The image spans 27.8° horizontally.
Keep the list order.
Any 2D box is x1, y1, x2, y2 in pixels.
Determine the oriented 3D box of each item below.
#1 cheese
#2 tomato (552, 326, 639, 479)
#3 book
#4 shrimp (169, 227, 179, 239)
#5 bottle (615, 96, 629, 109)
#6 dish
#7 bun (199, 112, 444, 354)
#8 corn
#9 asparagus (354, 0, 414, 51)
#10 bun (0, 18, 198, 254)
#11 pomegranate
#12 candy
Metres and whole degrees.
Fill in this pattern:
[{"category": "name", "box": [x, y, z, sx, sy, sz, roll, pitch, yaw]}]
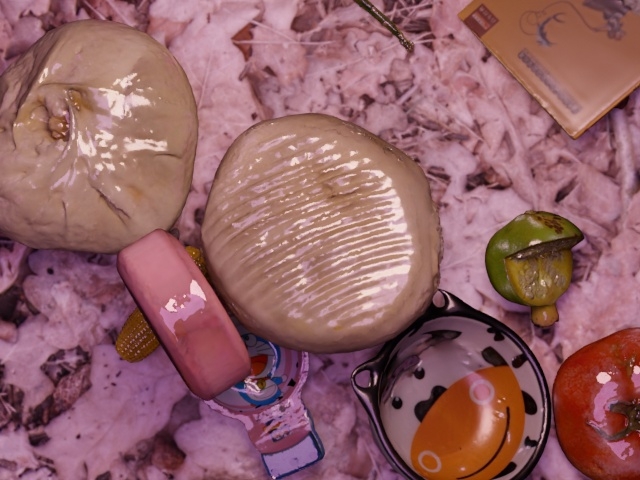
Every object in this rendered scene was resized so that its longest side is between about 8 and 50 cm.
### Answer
[{"category": "cheese", "box": [-0.090, 0.210, 1.918, 0.189, 0.074, 0.286, -24, 87, 6]}, {"category": "tomato", "box": [0.448, 0.243, 1.860, 0.237, 0.095, 0.237, 0, 89, 4]}, {"category": "book", "box": [0.427, -0.360, 1.869, 0.389, 0.032, 0.269, -41, 70, 3]}, {"category": "shrimp", "box": [-0.235, 0.026, 1.958, 0.038, 0.029, 0.092, 38, 98, -4]}, {"category": "bottle", "box": [0.433, -0.242, 1.892, 0.063, 0.047, 0.101, 7, 94, 17]}, {"category": "dish", "box": [0.178, 0.237, 1.846, 0.303, 0.120, 0.303, 5, 72, -17]}, {"category": "bun", "box": [0.000, 0.000, 1.818, 0.362, 0.234, 0.326, 40, 82, 16]}, {"category": "corn", "box": [-0.231, 0.095, 1.933, 0.072, 0.072, 0.203, 39, 93, 4]}, {"category": "asparagus", "box": [0.093, -0.328, 1.936, 0.127, 0.015, 0.018, 43, 102, 5]}, {"category": "bun", "box": [-0.345, -0.143, 1.875, 0.361, 0.213, 0.361, 0, 88, 7]}, {"category": "pomegranate", "box": [0.302, 0.034, 1.866, 0.122, 0.143, 0.169, 28, 133, 39]}, {"category": "candy", "box": [-0.191, 0.099, 1.783, 0.094, 0.255, 0.255, -32, 87, -9]}]
